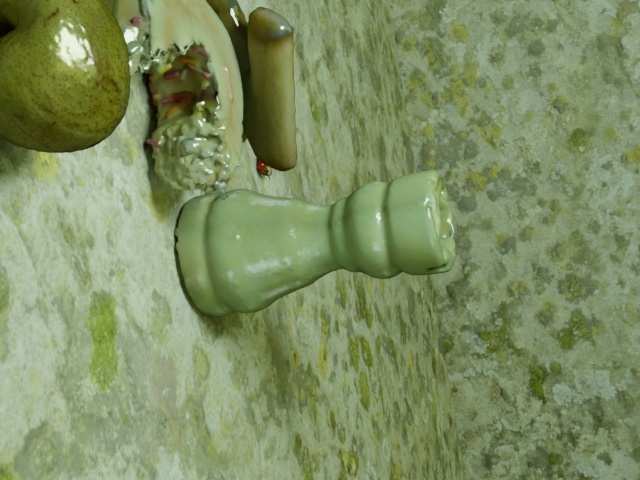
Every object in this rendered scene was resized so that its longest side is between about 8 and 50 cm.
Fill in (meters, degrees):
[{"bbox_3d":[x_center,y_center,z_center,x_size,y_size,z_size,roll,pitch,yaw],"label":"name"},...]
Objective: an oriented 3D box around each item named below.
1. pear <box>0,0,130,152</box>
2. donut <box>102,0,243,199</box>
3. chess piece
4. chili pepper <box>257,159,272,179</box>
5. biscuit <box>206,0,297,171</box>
[{"bbox_3d":[-0.335,-0.217,1.256,0.211,0.188,0.228,38,45,-60],"label":"pear"},{"bbox_3d":[-0.243,-0.268,1.602,0.371,0.150,0.307,58,29,-49],"label":"donut"},{"bbox_3d":[0.000,0.000,1.734,0.234,0.442,0.234,-8,90,-72],"label":"chess piece"},{"bbox_3d":[-0.117,-0.205,2.116,0.045,0.027,0.178,44,41,-67],"label":"chili pepper"},{"bbox_3d":[-0.130,-0.278,1.783,0.062,0.237,0.290,-27,132,-32],"label":"biscuit"}]
